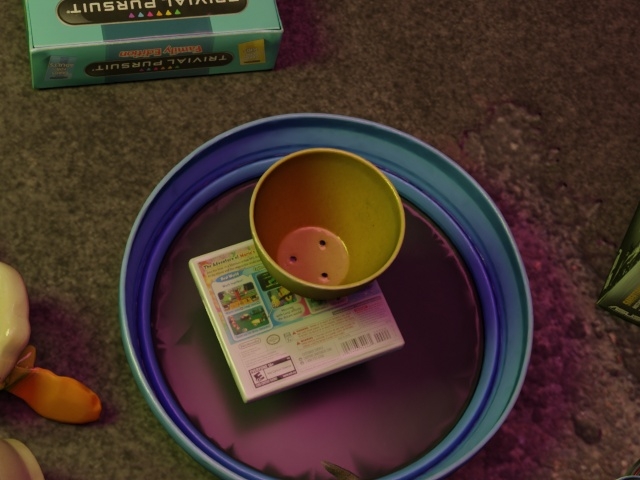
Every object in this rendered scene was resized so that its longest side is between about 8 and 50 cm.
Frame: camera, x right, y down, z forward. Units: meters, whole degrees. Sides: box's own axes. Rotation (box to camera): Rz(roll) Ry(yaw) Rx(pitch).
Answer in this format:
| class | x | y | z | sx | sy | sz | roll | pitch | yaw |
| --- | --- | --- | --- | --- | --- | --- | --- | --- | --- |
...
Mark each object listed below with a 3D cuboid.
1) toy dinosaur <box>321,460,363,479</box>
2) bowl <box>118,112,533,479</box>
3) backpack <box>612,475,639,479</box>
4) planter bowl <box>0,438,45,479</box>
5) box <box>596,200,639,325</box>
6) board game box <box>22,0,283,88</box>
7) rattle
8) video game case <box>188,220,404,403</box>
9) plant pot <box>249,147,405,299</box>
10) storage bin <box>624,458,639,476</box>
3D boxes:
| class | x | y | z | sx | sy | sz | roll | pitch | yaw |
| --- | --- | --- | --- | --- | --- | --- | --- | --- | --- |
| toy dinosaur | 0.091 | 0.317 | 1.089 | 0.160 | 0.121 | 0.313 | -44 | 88 | -2 |
| bowl | 0.004 | 0.066 | 1.264 | 0.391 | 0.077 | 0.391 | 4 | 66 | -8 |
| backpack | 0.274 | 0.270 | 1.202 | 0.114 | 0.084 | 0.105 | -39 | 70 | 5 |
| planter bowl | -0.295 | 0.222 | 1.108 | 0.109 | 0.162 | 0.162 | -10 | 65 | -42 |
| box | 0.366 | -0.048 | 1.321 | 0.056 | 0.183 | 0.231 | 27 | 65 | 3 |
| board game box | -0.196 | -0.332 | 1.409 | 0.253 | 0.079 | 0.336 | -6 | 67 | -13 |
| rattle | -0.284 | 0.066 | 1.226 | 0.142 | 0.130 | 0.200 | 4 | 29 | -32 |
| video game case | -0.022 | 0.058 | 1.210 | 0.157 | 0.019 | 0.143 | -18 | 70 | -16 |
| plant pot | 0.000 | 0.000 | 1.176 | 0.134 | 0.095 | 0.134 | 4 | 64 | -7 |
| storage bin | 0.359 | 0.242 | 1.238 | 0.098 | 0.091 | 0.135 | -38 | 76 | -23 |
